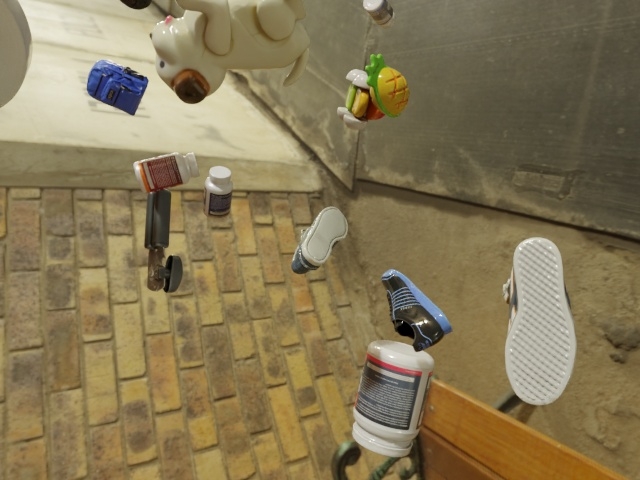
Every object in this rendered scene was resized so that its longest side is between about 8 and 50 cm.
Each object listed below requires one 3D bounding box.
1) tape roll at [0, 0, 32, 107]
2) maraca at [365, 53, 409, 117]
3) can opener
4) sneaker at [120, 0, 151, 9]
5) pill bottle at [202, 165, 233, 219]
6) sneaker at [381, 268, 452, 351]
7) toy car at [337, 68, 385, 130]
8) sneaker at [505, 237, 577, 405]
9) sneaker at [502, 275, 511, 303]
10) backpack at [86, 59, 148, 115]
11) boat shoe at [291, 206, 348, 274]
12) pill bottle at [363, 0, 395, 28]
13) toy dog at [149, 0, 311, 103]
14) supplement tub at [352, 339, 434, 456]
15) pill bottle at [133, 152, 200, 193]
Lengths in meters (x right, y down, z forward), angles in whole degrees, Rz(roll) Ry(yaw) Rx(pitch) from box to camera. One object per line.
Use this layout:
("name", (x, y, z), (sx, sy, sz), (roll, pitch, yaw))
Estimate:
("tape roll", (-0.800, -0.426, 0.895), (0.072, 0.392, 0.392), (-106, 31, -42))
("maraca", (0.179, -0.419, 1.236), (0.099, 0.186, 0.127), (-2, 58, 41))
("can opener", (-0.431, 0.003, 1.252), (0.076, 0.095, 0.283), (-7, 79, 36))
("sneaker", (-0.421, -0.650, 0.953), (0.162, 0.107, 0.281), (-83, -23, -50))
("pill bottle", (-0.344, -0.161, 1.528), (0.094, 0.094, 0.169), (59, 145, 39))
("sneaker", (0.177, 0.144, 0.971), (0.081, 0.090, 0.232), (62, 171, -32))
("toy car", (0.139, -0.426, 1.388), (0.182, 0.136, 0.159), (-113, 33, -58))
("sneaker", (0.442, 0.164, 0.912), (0.126, 0.127, 0.320), (3, 73, 26))
("sneaker", (0.431, 0.104, 1.034), (0.037, 0.032, 0.083), (-101, 12, -58))
("backpack", (-0.473, -0.357, 1.049), (0.098, 0.120, 0.101), (-55, 31, 21))
("boat shoe", (0.000, 0.000, 1.117), (0.079, 0.095, 0.254), (-38, 14, 34))
("pill bottle", (0.218, -0.835, 1.645), (0.078, 0.137, 0.078), (-4, 82, 30))
("toy dog", (-0.258, -0.547, 1.214), (0.284, 0.408, 0.395), (62, -179, 30))
("supplement tub", (0.200, 0.434, 1.274), (0.191, 0.191, 0.272), (14, 91, 58))
("pill bottle", (-0.398, -0.180, 1.183), (0.086, 0.152, 0.086), (163, 90, -76))
